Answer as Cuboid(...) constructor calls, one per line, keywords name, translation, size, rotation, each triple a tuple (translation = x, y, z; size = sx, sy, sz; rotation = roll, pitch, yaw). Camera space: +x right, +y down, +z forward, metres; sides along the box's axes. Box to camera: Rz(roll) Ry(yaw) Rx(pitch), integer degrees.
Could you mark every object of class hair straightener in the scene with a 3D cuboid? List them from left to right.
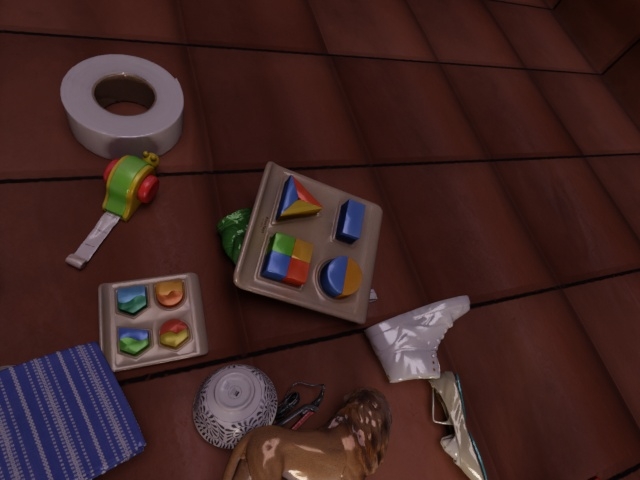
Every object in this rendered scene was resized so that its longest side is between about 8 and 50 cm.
Cuboid(name="hair straightener", translation=(-0.083, 0.366, 0.858), size=(0.230, 0.047, 0.089), rotation=(-36, 78, -26))

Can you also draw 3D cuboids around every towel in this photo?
Cuboid(name="towel", translation=(-0.487, 0.315, 0.660), size=(0.336, 0.040, 0.243), rotation=(-15, 57, -46))

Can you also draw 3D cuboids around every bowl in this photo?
Cuboid(name="bowl", translation=(-0.168, 0.309, 0.820), size=(0.170, 0.080, 0.170), rotation=(5, 49, -6))

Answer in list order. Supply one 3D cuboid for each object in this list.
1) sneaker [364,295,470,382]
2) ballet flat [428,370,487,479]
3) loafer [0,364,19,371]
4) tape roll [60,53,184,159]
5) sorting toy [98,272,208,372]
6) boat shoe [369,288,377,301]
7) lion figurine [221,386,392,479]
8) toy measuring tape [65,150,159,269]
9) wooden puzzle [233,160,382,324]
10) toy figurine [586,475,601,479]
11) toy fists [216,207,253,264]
Cuboid(name="sneaker", translation=(0.269, 0.249, 1.026), size=(0.293, 0.108, 0.169), rotation=(-17, 70, -16))
Cuboid(name="ballet flat", translation=(0.303, 0.430, 0.954), size=(0.086, 0.086, 0.248), rotation=(2, 60, -19))
Cuboid(name="loafer", translation=(-0.529, 0.262, 0.771), size=(0.125, 0.039, 0.045), rotation=(22, 90, -4))
Cuboid(name="tape roll", translation=(-0.501, -0.345, 1.080), size=(0.287, 0.100, 0.286), rotation=(9, 59, -15))
Cuboid(name="sorting toy", translation=(-0.353, 0.164, 0.883), size=(0.209, 0.038, 0.192), rotation=(-5, 64, -22))
Cuboid(name="boat shoe", translation=(0.102, 0.154, 1.055), size=(0.100, 0.035, 0.035), rotation=(-13, 64, -32))
Cuboid(name="lion figurine", translation=(-0.026, 0.405, 0.777), size=(0.393, 0.142, 0.240), rotation=(10, 76, -32))
Cuboid(name="toy measuring tape", translation=(-0.464, -0.093, 0.943), size=(0.122, 0.121, 0.330), rotation=(26, 57, -4))
Cuboid(name="wooden puzzle", translation=(0.000, 0.000, 0.984), size=(0.348, 0.080, 0.321), rotation=(21, 65, -21))
Cuboid(name="toy figurine", translation=(0.517, 0.606, 0.842), size=(0.210, 0.213, 0.148), rotation=(-13, 53, -26))
Cuboid(name="toy fists", translation=(-0.114, -0.032, 1.045), size=(0.279, 0.096, 0.142), rotation=(-27, 78, -31))
